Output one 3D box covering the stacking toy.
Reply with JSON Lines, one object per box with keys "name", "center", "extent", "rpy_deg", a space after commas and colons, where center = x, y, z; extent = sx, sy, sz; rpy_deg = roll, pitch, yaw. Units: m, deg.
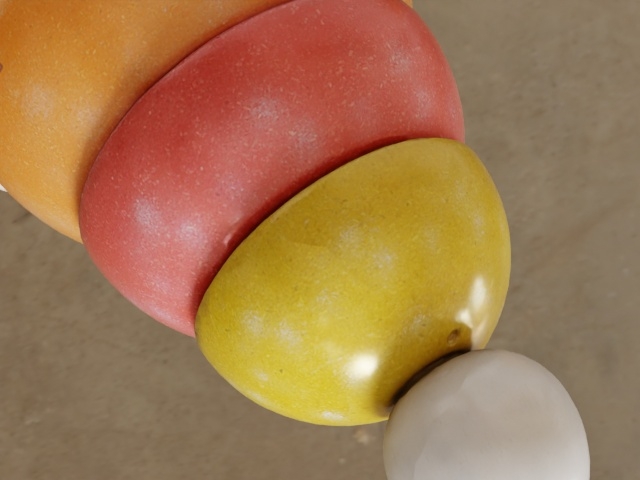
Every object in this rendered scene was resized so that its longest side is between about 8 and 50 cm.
{"name": "stacking toy", "center": [0.000, 0.000, 0.899], "extent": [0.350, 0.350, 0.480], "rpy_deg": [-15, 61, -38]}
